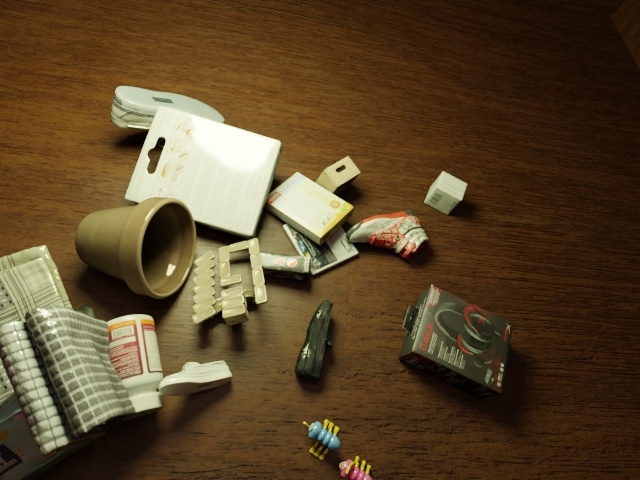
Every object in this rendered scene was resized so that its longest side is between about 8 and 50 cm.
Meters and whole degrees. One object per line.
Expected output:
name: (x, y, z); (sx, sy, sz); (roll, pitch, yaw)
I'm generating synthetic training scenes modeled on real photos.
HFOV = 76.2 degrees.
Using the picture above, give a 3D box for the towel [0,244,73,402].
towel: (-0.712, 0.198, 0.882); (0.312, 0.056, 0.324); (-25, 80, -21)

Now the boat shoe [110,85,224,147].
boat shoe: (-0.496, -0.381, 1.335); (0.367, 0.156, 0.136); (-10, 55, -50)

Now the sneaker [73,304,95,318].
sneaker: (-0.681, 0.204, 0.980); (0.276, 0.097, 0.135); (1, 61, -15)

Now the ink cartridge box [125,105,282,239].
ink cartridge box: (-0.342, -0.202, 1.237); (0.385, 0.091, 0.308); (16, 81, -2)

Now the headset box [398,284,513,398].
headset box: (0.374, 0.283, 1.170); (0.293, 0.110, 0.218); (26, 59, 2)

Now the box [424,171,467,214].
box: (0.442, -0.167, 1.443); (0.102, 0.101, 0.087); (28, 59, 1)

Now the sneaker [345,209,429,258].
sneaker: (0.223, -0.006, 1.303); (0.270, 0.090, 0.145); (-14, 64, -27)

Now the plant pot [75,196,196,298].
plant pot: (-0.491, 0.008, 1.072); (0.229, 0.263, 0.263); (7, 58, 13)

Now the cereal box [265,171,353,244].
cereal box: (-0.040, -0.108, 1.307); (0.240, 0.047, 0.173); (34, 57, 21)

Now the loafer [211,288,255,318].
loafer: (-0.244, 0.177, 1.123); (0.148, 0.056, 0.050); (-18, 67, -11)

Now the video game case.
video game case: (0.000, 0.000, 1.295); (0.173, 0.022, 0.190); (-23, 70, -24)

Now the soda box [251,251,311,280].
soda box: (-0.114, 0.075, 1.194); (0.169, 0.060, 0.053); (6, 60, 0)

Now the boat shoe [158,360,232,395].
boat shoe: (-0.303, 0.325, 0.990); (0.184, 0.066, 0.063); (1, 45, -40)

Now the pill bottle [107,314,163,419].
pill bottle: (-0.442, 0.298, 0.966); (0.121, 0.121, 0.221); (-11, 67, -19)

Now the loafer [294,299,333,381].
loafer: (-0.002, 0.271, 1.115); (0.078, 0.076, 0.223); (22, 63, -6)

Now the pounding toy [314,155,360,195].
pounding toy: (0.054, -0.222, 1.380); (0.141, 0.130, 0.100); (-35, 86, -27)

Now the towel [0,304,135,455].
towel: (-0.458, 0.256, 0.774); (0.121, 0.283, 0.235); (-29, 80, -18)

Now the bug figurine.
bug figurine: (0.007, 0.572, 0.946); (0.216, 0.072, 0.279); (29, 59, 4)

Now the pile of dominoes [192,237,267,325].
pile of dominoes: (-0.250, 0.115, 1.120); (0.196, 0.040, 0.251); (-14, 47, -2)

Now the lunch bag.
lunch bag: (-0.599, 0.390, 0.792); (0.223, 0.262, 0.160); (-30, 71, -23)
